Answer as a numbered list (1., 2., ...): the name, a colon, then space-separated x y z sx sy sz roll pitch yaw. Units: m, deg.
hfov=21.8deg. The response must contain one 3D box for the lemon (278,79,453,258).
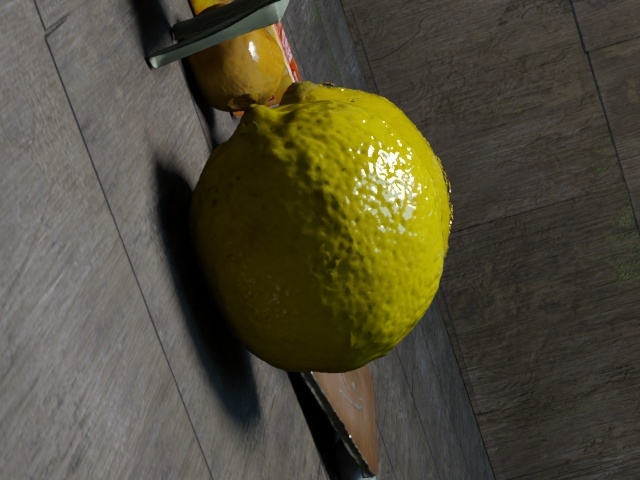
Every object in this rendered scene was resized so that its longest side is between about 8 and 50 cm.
1. lemon: 0.027 -0.049 2.016 0.258 0.258 0.310 -64 136 -77

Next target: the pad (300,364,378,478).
1. pad: 0.006 0.140 2.191 0.284 0.018 0.286 59 14 -22

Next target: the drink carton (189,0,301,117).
1. drink carton: -0.103 -0.281 2.155 0.071 0.096 0.223 -86 158 -67

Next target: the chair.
1. chair: -0.079 -0.333 1.836 0.203 0.274 0.191 -85 156 -73

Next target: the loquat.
1. loquat: -0.108 -0.222 2.014 0.137 0.113 0.137 39 29 -27

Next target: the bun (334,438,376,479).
1. bun: 0.048 0.298 2.201 0.083 0.045 0.083 -16 90 -83

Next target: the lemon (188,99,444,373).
1. lemon: 0.000 0.000 1.748 0.268 0.268 0.322 -92 159 -59
